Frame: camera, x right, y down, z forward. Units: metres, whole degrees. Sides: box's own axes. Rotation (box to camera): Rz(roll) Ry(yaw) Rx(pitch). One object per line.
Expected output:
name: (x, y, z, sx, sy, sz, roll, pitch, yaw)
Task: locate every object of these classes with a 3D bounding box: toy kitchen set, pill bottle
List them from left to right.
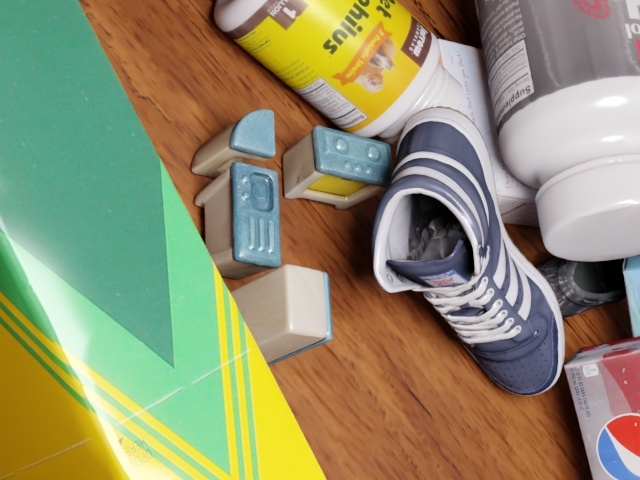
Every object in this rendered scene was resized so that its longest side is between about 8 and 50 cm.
toy kitchen set: (0.000, 0.000, 1.032, 0.166, 0.122, 0.207, 12, 65, -36)
pill bottle: (0.021, -0.170, 1.123, 0.215, 0.117, 0.117, 37, 52, -22)
pill bottle: (0.239, -0.150, 1.163, 0.176, 0.176, 0.318, 11, 62, -36)

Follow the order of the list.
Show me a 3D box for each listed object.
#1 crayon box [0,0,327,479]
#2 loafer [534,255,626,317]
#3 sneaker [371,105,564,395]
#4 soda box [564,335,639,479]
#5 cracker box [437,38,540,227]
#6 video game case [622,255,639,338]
crayon box: (-0.193, 0.068, 0.681, 0.106, 0.363, 0.313, -26, 89, -43)
loafer: (0.288, 0.026, 1.288, 0.223, 0.078, 0.076, -19, 85, -43)
sneaker: (0.124, 0.042, 1.081, 0.282, 0.099, 0.153, 65, 24, -20)
soda box: (0.301, 0.222, 1.169, 0.083, 0.092, 0.263, -19, 95, -69)
cracker box: (0.192, -0.097, 1.269, 0.232, 0.067, 0.156, 7, 66, -39)
video game case: (0.432, 0.122, 1.197, 0.061, 0.269, 0.244, -41, 122, -68)
